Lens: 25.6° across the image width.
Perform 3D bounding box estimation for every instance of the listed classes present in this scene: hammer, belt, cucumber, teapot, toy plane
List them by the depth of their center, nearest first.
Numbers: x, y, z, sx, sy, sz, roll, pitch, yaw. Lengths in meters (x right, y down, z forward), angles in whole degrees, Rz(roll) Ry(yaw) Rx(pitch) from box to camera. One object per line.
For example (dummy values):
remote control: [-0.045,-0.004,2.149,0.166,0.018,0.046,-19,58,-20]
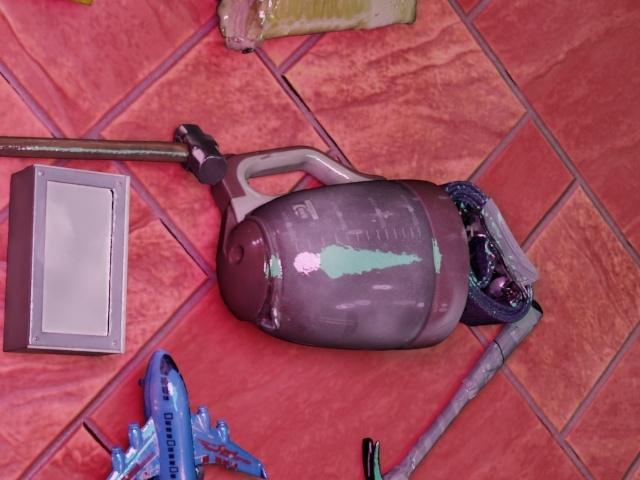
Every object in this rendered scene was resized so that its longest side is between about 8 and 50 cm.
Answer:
hammer: [-0.302,-0.113,1.783,0.365,0.111,0.043,0,118,-26]
toy plane: [-0.188,0.273,1.785,0.254,0.105,0.271,-9,87,-34]
teapot: [0.000,0.000,1.900,0.312,0.233,0.315,0,54,-28]
cucumber: [0.002,-0.345,1.973,0.325,0.105,0.145,-12,117,-42]
belt: [0.225,0.020,2.078,0.140,0.126,0.230,-39,103,-29]
hammer: [0.212,0.241,2.092,0.427,0.044,0.152,-45,107,-31]

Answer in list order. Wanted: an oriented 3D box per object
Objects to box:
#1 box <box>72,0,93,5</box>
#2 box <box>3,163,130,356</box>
box: [-0.313,-0.409,1.744,0.141,0.220,0.064,11,34,-31]
box: [-0.313,0.027,1.751,0.130,0.086,0.225,6,79,-32]
